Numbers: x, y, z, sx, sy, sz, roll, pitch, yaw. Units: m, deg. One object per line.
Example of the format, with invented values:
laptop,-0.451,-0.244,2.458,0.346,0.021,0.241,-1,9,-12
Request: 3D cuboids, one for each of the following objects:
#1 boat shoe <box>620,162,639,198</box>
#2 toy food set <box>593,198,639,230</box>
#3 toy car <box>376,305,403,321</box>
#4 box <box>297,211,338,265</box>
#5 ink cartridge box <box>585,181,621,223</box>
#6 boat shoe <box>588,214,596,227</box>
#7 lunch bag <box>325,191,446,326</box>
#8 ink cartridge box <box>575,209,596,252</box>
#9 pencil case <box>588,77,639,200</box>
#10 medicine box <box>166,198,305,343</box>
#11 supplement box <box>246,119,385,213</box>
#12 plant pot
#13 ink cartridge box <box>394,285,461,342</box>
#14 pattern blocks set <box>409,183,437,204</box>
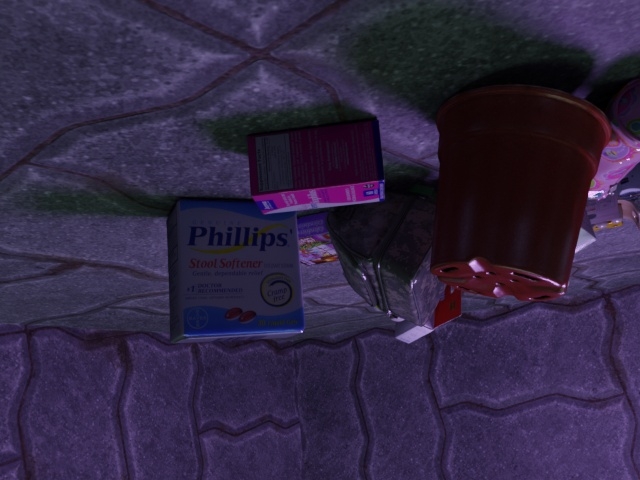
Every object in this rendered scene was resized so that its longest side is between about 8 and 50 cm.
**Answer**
boat shoe,0.714,-0.134,1.389,0.083,0.065,0.183,0,171,-27
toy food set,0.725,-0.026,1.731,0.306,0.092,0.220,-13,163,26
toy car,0.232,0.137,1.851,0.159,0.136,0.182,42,128,-10
box,0.000,0.000,1.620,0.201,0.057,0.293,-12,164,19
ink cartridge box,0.557,-0.080,1.318,0.146,0.179,0.045,-16,130,33
boat shoe,0.497,-0.057,1.492,0.367,0.135,0.157,-6,172,-40
lunch bag,0.152,0.030,1.411,0.256,0.212,0.305,24,160,24
ink cartridge box,0.436,-0.056,1.237,0.128,0.176,0.127,32,127,-21
pencil case,0.510,-0.162,1.079,0.124,0.124,0.284,-6,164,1
medicine box,-0.188,0.070,1.358,0.264,0.289,0.149,0,166,-22
supplement box,-0.005,-0.122,1.059,0.220,0.113,0.111,-5,166,5
plant pot,0.292,-0.057,0.976,0.273,0.264,0.272,13,165,3
ink cartridge box,0.328,0.148,1.897,0.060,0.275,0.239,26,141,-20
pattern blocks set,0.322,-0.035,1.409,0.286,0.026,0.325,16,166,46
